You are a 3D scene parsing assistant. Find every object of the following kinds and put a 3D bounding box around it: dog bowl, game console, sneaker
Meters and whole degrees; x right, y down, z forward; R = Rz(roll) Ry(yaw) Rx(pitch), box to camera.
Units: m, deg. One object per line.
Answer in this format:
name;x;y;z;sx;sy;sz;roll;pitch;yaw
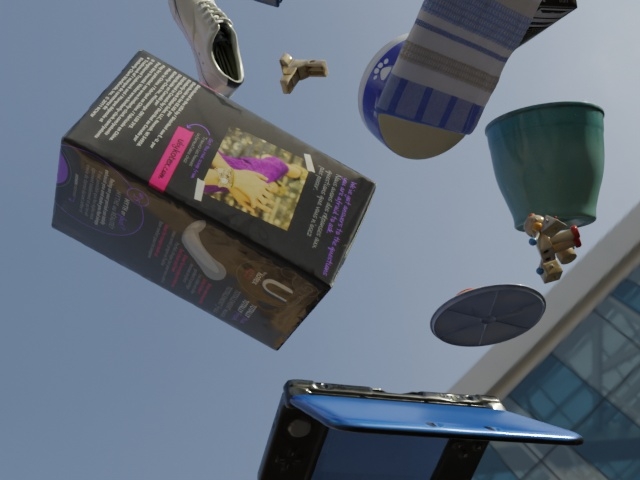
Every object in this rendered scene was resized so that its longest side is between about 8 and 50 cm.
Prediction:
dog bowl;0.222;-0.316;1.534;0.265;0.104;0.264;-12;-54;-17
game console;0.099;0.259;0.803;0.293;0.173;0.250;9;-65;-17
sneaker;-0.200;-0.391;1.279;0.094;0.091;0.258;-27;-82;-41

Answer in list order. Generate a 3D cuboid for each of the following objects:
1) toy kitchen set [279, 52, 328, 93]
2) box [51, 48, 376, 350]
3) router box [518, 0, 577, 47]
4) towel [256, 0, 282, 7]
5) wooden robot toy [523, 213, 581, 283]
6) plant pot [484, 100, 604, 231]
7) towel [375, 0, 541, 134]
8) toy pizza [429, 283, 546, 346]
toy kitchen set;-0.039;-0.359;1.459;0.083;0.075;0.068;-61;-32;-37
box;-0.109;-0.035;0.702;0.270;0.143;0.165;30;-36;-5
router box;0.334;-0.513;1.256;0.081;0.243;0.308;-4;-97;-19
towel;-0.107;-0.384;1.001;0.029;0.120;0.067;-59;-13;-33
wooden robot toy;0.348;-0.008;1.066;0.076;0.079;0.173;-25;-37;8
plant pot;0.536;-0.156;1.624;0.272;0.272;0.255;2;-102;-29
towel;0.211;-0.289;0.986;0.209;0.034;0.285;6;-60;-41
toy pizza;0.289;0.125;1.210;0.201;0.032;0.201;-4;-37;-3
